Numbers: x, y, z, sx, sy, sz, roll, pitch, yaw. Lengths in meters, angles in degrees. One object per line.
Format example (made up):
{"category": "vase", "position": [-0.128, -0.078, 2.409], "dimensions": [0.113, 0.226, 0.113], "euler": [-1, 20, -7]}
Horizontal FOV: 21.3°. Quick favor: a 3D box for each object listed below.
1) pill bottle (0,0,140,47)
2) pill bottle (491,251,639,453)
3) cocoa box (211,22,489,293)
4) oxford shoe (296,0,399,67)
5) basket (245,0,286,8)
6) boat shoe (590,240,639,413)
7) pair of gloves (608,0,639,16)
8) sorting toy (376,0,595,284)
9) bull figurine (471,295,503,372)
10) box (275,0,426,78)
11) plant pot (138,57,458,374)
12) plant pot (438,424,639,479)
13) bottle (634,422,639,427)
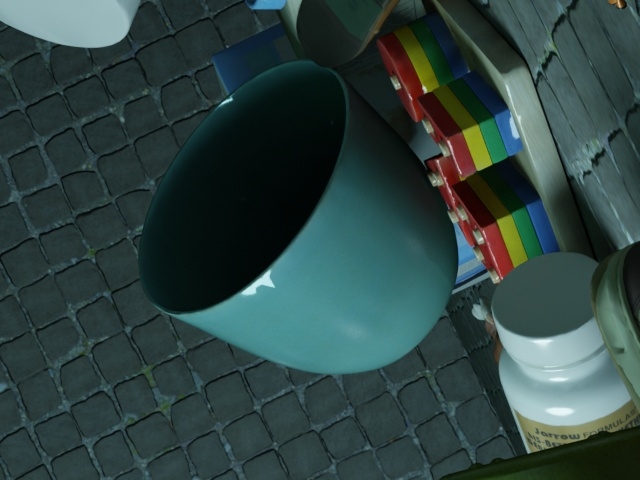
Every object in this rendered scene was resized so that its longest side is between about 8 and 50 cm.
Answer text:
{"category": "pill bottle", "position": [-0.189, -0.396, 1.580], "dimensions": [0.229, 0.229, 0.408], "euler": [68, -141, -64]}
{"category": "pill bottle", "position": [0.227, 0.125, 1.483], "dimensions": [0.131, 0.131, 0.229], "euler": [-118, 3, -51]}
{"category": "cocoa box", "position": [0.051, -0.089, 2.000], "dimensions": [0.347, 0.231, 0.228], "euler": [64, 178, 11]}
{"category": "oxford shoe", "position": [0.046, -0.229, 1.592], "dimensions": [0.076, 0.076, 0.212], "euler": [54, 145, 3]}
{"category": "basket", "position": [-0.054, -0.355, 1.330], "dimensions": [0.255, 0.201, 0.289], "euler": [-117, 33, -50]}
{"category": "boat shoe", "position": [0.259, 0.115, 0.980], "dimensions": [0.285, 0.103, 0.092], "euler": [63, 146, 14]}
{"category": "pair of gloves", "position": [0.172, -0.162, 0.974], "dimensions": [0.074, 0.010, 0.083], "euler": [67, 175, -25]}
{"category": "sorting toy", "position": [0.144, -0.089, 1.577], "dimensions": [0.257, 0.089, 0.255], "euler": [65, 178, -32]}
{"category": "bull figurine", "position": [0.250, 0.161, 1.823], "dimensions": [0.310, 0.101, 0.188], "euler": [65, 180, -46]}
{"category": "box", "position": [0.017, -0.284, 1.712], "dimensions": [0.311, 0.148, 0.121], "euler": [74, 171, -72]}
{"category": "plant pot", "position": [0.000, 0.000, 1.727], "dimensions": [0.235, 0.293, 0.293], "euler": [35, -165, -33]}
{"category": "plant pot", "position": [0.229, 0.296, 1.109], "dimensions": [0.366, 0.366, 0.353], "euler": [77, 179, -82]}
{"category": "bottle", "position": [0.321, 0.264, 1.298], "dimensions": [0.118, 0.092, 0.283], "euler": [-97, -19, -87]}
